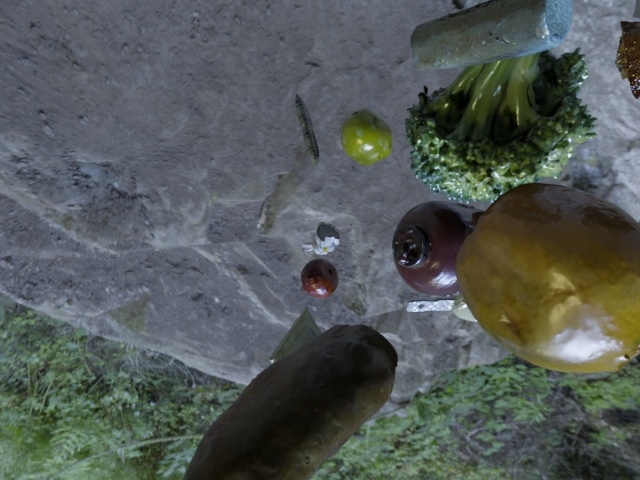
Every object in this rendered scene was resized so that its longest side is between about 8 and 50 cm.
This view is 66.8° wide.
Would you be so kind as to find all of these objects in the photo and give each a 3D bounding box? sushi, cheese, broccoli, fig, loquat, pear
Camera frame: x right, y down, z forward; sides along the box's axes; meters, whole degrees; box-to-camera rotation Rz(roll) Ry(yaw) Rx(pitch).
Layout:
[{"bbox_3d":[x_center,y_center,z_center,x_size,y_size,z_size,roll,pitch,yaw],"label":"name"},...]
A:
[{"bbox_3d":[0.472,-0.275,0.726,0.062,0.060,0.117,9,78,-39],"label":"sushi"},{"bbox_3d":[0.312,0.135,1.060,0.252,0.054,0.127,-2,131,-5],"label":"cheese"},{"bbox_3d":[0.268,-0.185,0.718,0.236,0.260,0.287,28,56,-16],"label":"broccoli"},{"bbox_3d":[-0.012,0.116,1.536,0.129,0.150,0.128,-11,107,-41],"label":"fig"},{"bbox_3d":[0.250,0.035,0.529,0.176,0.234,0.187,14,113,-39],"label":"loquat"},{"bbox_3d":[0.159,-0.361,1.712,0.198,0.198,0.198,-4,100,-22],"label":"pear"}]

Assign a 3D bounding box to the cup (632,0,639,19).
[{"bbox_3d":[0.522,-0.353,0.470,0.323,0.236,0.326,2,123,-18],"label":"cup"}]

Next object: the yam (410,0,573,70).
[{"bbox_3d":[0.181,-0.226,0.530,0.068,0.169,0.068,-2,93,-40],"label":"yam"}]

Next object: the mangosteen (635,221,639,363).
[{"bbox_3d":[0.573,0.074,0.708,0.297,0.297,0.293,22,83,-25],"label":"mangosteen"}]

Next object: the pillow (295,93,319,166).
[{"bbox_3d":[-0.038,-0.325,1.446,0.038,0.113,0.203,-16,87,2],"label":"pillow"}]

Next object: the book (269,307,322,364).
[{"bbox_3d":[-0.039,0.295,1.227,0.167,0.013,0.192,61,40,-20],"label":"book"}]

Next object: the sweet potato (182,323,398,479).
[{"bbox_3d":[-0.052,0.247,0.623,0.370,0.158,0.157,-34,111,-35],"label":"sweet potato"}]

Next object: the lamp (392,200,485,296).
[{"bbox_3d":[0.237,0.014,0.874,0.258,0.180,0.179,6,97,-40],"label":"lamp"}]

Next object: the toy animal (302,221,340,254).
[{"bbox_3d":[0.004,0.005,1.362,0.071,0.124,0.085,-27,68,-25],"label":"toy animal"}]
